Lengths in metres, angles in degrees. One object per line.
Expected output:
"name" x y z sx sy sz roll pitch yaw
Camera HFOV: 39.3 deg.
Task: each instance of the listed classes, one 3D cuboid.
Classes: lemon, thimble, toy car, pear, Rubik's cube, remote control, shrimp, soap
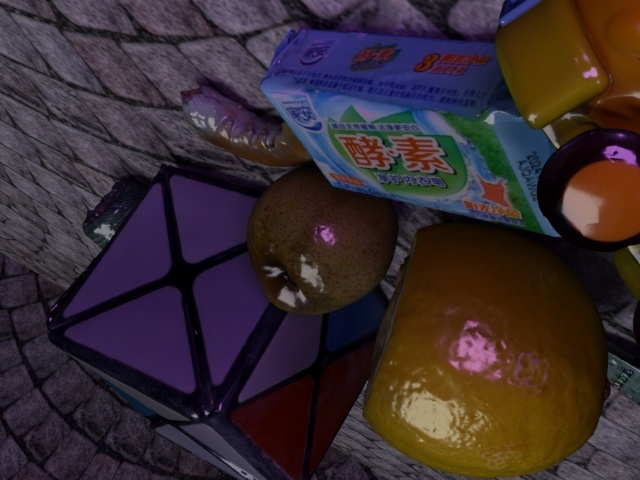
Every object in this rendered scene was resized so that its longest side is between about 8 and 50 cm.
"lemon" 0.163 0.108 0.844 0.219 0.240 0.240 18 160 5
"thimble" -0.302 -0.033 1.391 0.090 0.118 0.135 45 174 -21
"toy car" 0.205 -0.049 0.466 0.142 0.200 0.248 -31 109 27
"pear" 0.000 0.000 0.954 0.167 0.137 0.167 34 145 28
"Rubik's cube" -0.123 0.122 1.197 0.310 0.307 0.305 19 157 32
"remote control" 0.390 0.174 0.937 0.256 0.045 0.097 31 160 14
"shrimp" -0.071 -0.129 0.898 0.161 0.049 0.166 30 160 -1
"soap" 0.083 -0.089 0.705 0.293 0.077 0.156 15 155 40

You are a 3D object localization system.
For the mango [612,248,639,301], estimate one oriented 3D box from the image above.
"mango" 0.269 0.025 0.651 0.122 0.085 0.191 37 177 -8
